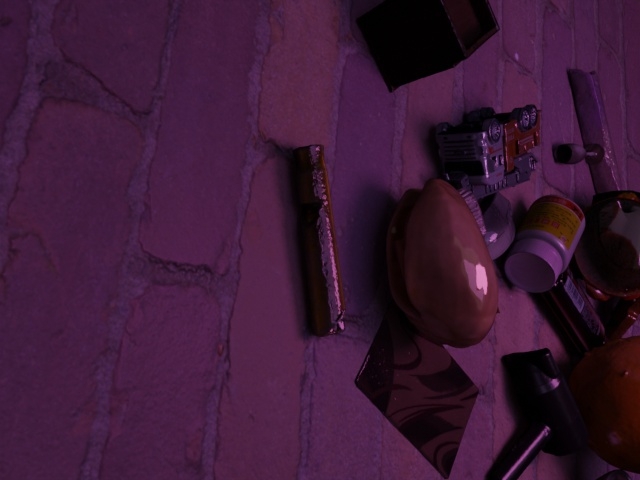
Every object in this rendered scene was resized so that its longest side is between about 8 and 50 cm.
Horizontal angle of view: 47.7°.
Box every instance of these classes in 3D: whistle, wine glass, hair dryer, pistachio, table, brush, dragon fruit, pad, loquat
[{"bbox_3d":[0.001,0.000,1.235,0.067,0.057,0.327,-4,85,-45],"label":"whistle"},{"bbox_3d":[0.711,-0.236,1.990,0.198,0.066,0.066,-8,87,-46],"label":"wine glass"},{"bbox_3d":[0.442,0.399,1.573,0.302,0.116,0.244,-38,106,-35],"label":"hair dryer"},{"bbox_3d":[0.230,0.043,1.351,0.213,0.193,0.318,-2,80,-30],"label":"pistachio"},{"bbox_3d":[0.219,-0.423,1.442,0.169,0.193,0.173,-44,112,-41],"label":"table"},{"bbox_3d":[0.328,0.021,1.513,0.065,0.070,0.328,-29,118,-7],"label":"brush"},{"bbox_3d":[0.742,0.008,1.802,0.130,0.268,0.296,60,42,-75],"label":"dragon fruit"},{"bbox_3d":[0.200,0.285,1.413,0.330,0.004,0.220,49,52,-27],"label":"pad"},{"bbox_3d":[0.752,0.386,1.719,0.328,0.328,0.329,11,74,-43],"label":"loquat"}]

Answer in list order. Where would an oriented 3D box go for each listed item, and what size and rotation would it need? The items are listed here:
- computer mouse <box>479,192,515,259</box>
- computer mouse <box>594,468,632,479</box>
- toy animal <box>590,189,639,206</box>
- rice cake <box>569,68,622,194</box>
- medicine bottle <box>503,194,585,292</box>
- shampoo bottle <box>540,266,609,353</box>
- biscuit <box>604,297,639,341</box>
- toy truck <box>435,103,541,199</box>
[{"bbox_3d":[0.396,-0.032,1.628,0.229,0.068,0.113,-45,115,-40],"label":"computer mouse"},{"bbox_3d":[0.636,0.719,1.690,0.199,0.115,0.389,33,72,-18],"label":"computer mouse"},{"bbox_3d":[0.810,-0.008,1.957,0.187,0.165,0.235,35,60,-63],"label":"toy animal"},{"bbox_3d":[0.796,-0.305,2.083,0.064,0.070,0.399,-19,96,-49],"label":"rice cake"},{"bbox_3d":[0.524,0.006,1.698,0.139,0.139,0.225,57,49,-21],"label":"medicine bottle"},{"bbox_3d":[0.640,0.184,1.819,0.323,0.084,0.129,50,40,-27],"label":"shampoo bottle"},{"bbox_3d":[0.843,0.163,1.954,0.043,0.278,0.301,36,72,12],"label":"biscuit"},{"bbox_3d":[0.370,-0.188,1.594,0.338,0.132,0.185,-26,111,-47],"label":"toy truck"}]
